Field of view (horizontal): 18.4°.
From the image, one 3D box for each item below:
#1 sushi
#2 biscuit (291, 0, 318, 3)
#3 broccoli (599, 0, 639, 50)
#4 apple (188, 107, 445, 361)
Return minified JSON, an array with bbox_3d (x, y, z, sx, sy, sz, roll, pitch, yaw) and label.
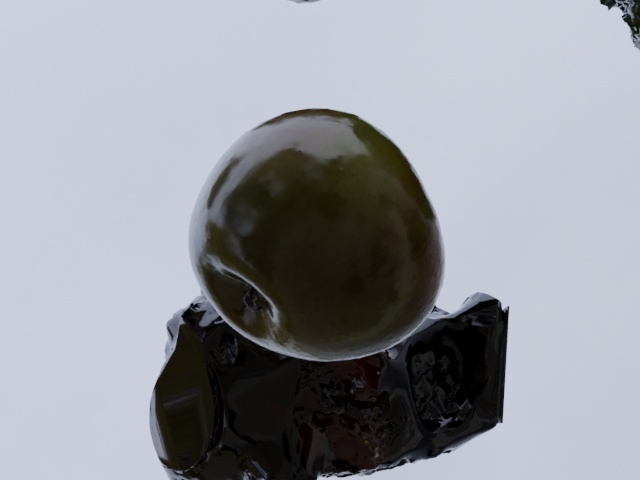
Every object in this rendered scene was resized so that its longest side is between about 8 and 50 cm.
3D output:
[{"bbox_3d":[-0.014,0.076,1.060,0.150,0.172,0.153,-8,-74,-38],"label":"sushi"},{"bbox_3d":[0.000,-0.283,1.025,0.326,0.325,0.107,-55,-21,13],"label":"biscuit"},{"bbox_3d":[0.203,-0.203,0.800,0.283,0.321,0.304,-20,-46,-9],"label":"broccoli"},{"bbox_3d":[0.000,0.000,0.673,0.074,0.089,0.090,-44,-29,-27],"label":"apple"}]
